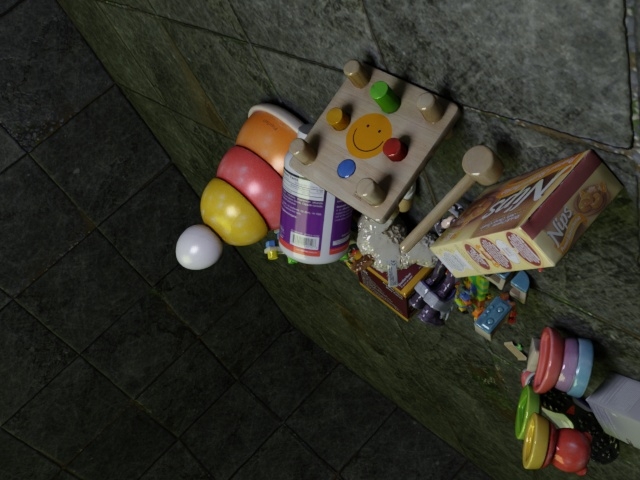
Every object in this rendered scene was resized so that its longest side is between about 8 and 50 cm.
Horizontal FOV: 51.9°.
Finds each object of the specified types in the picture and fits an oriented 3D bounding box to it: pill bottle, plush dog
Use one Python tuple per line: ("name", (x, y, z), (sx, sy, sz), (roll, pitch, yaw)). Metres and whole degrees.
("pill bottle", (-0.005, -0.115, 1.617), (0.182, 0.182, 0.322), (31, 126, 42))
("plush dog", (0.165, -0.004, 1.691), (0.262, 0.211, 0.225), (46, -172, -4))

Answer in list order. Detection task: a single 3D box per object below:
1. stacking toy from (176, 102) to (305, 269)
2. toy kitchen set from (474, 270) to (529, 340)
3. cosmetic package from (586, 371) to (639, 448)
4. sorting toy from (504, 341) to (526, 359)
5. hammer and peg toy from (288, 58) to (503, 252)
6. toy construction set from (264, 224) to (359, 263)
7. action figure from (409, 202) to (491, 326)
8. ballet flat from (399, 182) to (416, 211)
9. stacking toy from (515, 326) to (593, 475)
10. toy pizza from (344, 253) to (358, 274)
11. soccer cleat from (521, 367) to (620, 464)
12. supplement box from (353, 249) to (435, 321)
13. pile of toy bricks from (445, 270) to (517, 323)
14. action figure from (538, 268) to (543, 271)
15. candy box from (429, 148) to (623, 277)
("stacking toy", (-0.210, -0.108, 1.787), (0.351, 0.480, 0.350), (42, 164, 15))
("toy kitchen set", (0.340, 0.087, 1.450), (0.207, 0.166, 0.122), (37, 163, 29))
("cosmetic package", (0.705, 0.382, 1.384), (0.127, 0.107, 0.238), (55, 166, -21))
("sorting toy", (0.533, 0.297, 1.776), (0.062, 0.012, 0.083), (49, 168, 4))
("hammer and peg toy", (0.126, -0.159, 1.200), (0.361, 0.265, 0.127), (36, -179, 34))
("toy construction set", (0.000, 0.000, 1.994), (0.328, 0.215, 0.151), (-7, -100, -60))
("action figure", (0.284, 0.038, 1.385), (0.099, 0.284, 0.185), (10, -153, -32))
("ballet flat", (0.171, -0.148, 1.468), (0.073, 0.080, 0.232), (7, 142, 43))
("stacking toy", (0.545, 0.359, 1.496), (0.131, 0.308, 0.279), (12, 178, 10))
("toy pizza", (0.099, 0.057, 2.253), (0.201, 0.032, 0.201), (42, 164, 15))
("soccer cleat", (0.656, 0.453, 1.731), (0.318, 0.108, 0.116), (44, -175, -2))
("supplement box", (0.214, 0.094, 1.866), (0.191, 0.129, 0.194), (38, 163, 26))
("pile of toy bricks", (0.384, 0.117, 1.580), (0.212, 0.118, 0.105), (-129, 33, -57))
("action figure", (0.421, 0.017, 1.324), (0.038, 0.030, 0.115), (33, 159, 53))
("candy box", (0.334, -0.033, 1.125), (0.087, 0.183, 0.316), (47, 165, -7))
